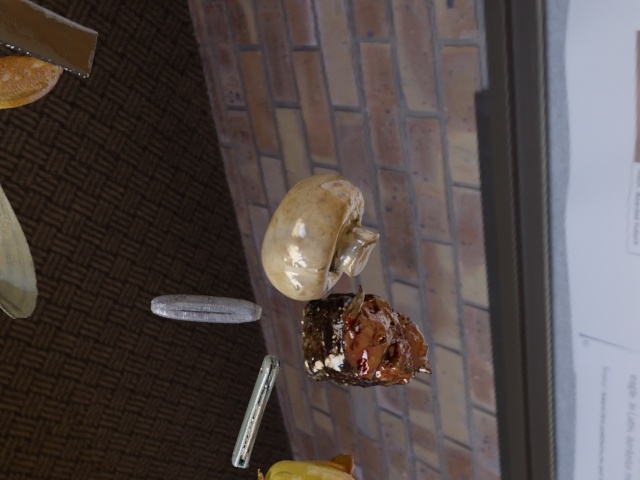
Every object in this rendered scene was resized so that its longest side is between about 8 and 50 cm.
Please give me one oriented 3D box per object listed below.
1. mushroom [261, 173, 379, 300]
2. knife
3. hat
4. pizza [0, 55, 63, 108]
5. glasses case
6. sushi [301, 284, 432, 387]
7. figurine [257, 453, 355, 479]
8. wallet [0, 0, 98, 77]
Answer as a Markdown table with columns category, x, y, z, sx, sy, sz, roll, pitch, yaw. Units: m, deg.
| category | x | y | z | sx | sy | sz | roll | pitch | yaw |
| --- | --- | --- | --- | --- | --- | --- | --- | --- | --- |
| mushroom | 0.000 | 0.000 | 0.852 | 0.166 | 0.127 | 0.166 | -52 | 157 | -33 |
| knife | -0.087 | 0.232 | 0.914 | 0.023 | 0.044 | 0.162 | 16 | 103 | -11 |
| hat | -0.450 | 0.000 | 0.833 | 0.110 | 0.252 | 0.252 | -19 | 117 | -9 |
| pizza | -0.715 | -0.368 | 1.584 | 0.271 | 0.134 | 0.056 | -56 | 176 | -47 |
| glasses case | -0.291 | 0.175 | 1.753 | 0.282 | 0.109 | 0.067 | 3 | 95 | -11 |
| sushi | 0.092 | 0.200 | 1.409 | 0.343 | 0.182 | 0.196 | 28 | 51 | -55 |
| figurine | -0.017 | 0.329 | 0.763 | 0.156 | 0.131 | 0.246 | 52 | 19 | -13 |
| wallet | -0.595 | -0.442 | 1.439 | 0.244 | 0.025 | 0.124 | 18 | 65 | -35 |
